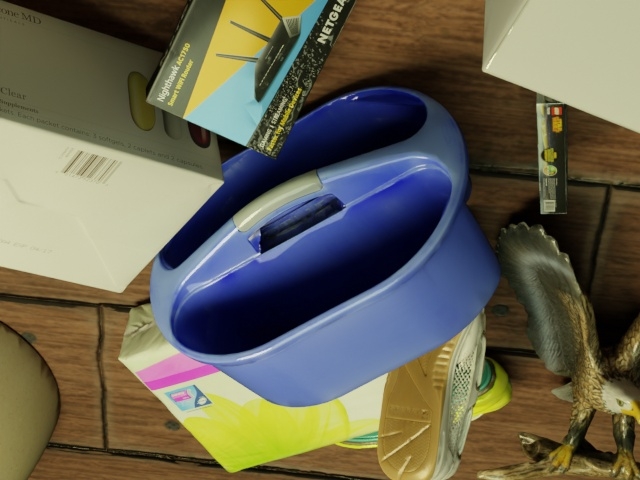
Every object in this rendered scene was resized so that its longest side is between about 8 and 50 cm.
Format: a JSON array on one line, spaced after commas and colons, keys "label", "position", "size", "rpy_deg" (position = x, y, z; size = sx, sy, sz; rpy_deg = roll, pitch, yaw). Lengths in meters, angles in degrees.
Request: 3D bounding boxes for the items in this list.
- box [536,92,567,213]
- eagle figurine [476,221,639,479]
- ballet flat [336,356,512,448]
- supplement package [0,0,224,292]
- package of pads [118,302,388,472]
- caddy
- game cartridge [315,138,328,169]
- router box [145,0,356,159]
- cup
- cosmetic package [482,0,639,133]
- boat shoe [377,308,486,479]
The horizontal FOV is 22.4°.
[{"label": "box", "position": [0.216, -0.105, 1.504], "size": [0.027, 0.094, 0.137], "rpy_deg": [-1, 135, 9]}, {"label": "eagle figurine", "position": [0.302, 0.114, 1.680], "size": [0.226, 0.225, 0.298], "rpy_deg": [-11, 111, -39]}, {"label": "ballet flat", "position": [0.114, 0.195, 1.837], "size": [0.231, 0.077, 0.077], "rpy_deg": [-21, 145, 24]}, {"label": "supplement package", "position": [-0.258, -0.086, 1.505], "size": [0.262, 0.145, 0.204], "rpy_deg": [14, 138, -34]}, {"label": "package of pads", "position": [-0.035, 0.132, 1.771], "size": [0.296, 0.101, 0.229], "rpy_deg": [-20, 128, 26]}, {"label": "caddy", "position": [0.000, 0.000, 1.515], "size": [0.341, 0.241, 0.179], "rpy_deg": [-29, 139, 16]}, {"label": "game cartridge", "position": [-0.019, -0.076, 1.622], "size": [0.056, 0.017, 0.083], "rpy_deg": [4, 135, 9]}, {"label": "router box", "position": [-0.061, -0.181, 1.450], "size": [0.133, 0.046, 0.179], "rpy_deg": [23, 105, -14]}, {"label": "cup", "position": [-0.487, 0.253, 1.861], "size": [0.331, 0.237, 0.331], "rpy_deg": [4, 135, 4]}, {"label": "cosmetic package", "position": [0.258, -0.210, 1.300], "size": [0.224, 0.224, 0.138], "rpy_deg": [21, 134, -12]}, {"label": "boat shoe", "position": [0.126, 0.114, 1.670], "size": [0.098, 0.277, 0.096], "rpy_deg": [11, 180, 37]}]
